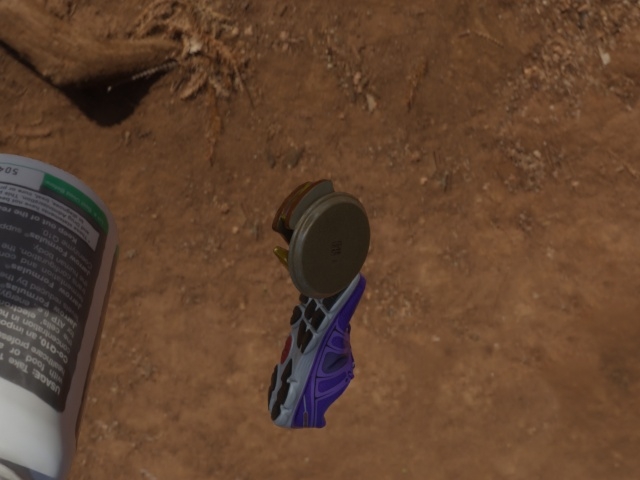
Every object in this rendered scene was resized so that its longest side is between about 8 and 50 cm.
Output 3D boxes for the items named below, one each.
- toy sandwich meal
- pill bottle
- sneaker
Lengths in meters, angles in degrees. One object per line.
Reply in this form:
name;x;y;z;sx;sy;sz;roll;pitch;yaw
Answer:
toy sandwich meal;0.000;0.000;0.620;0.029;0.085;0.085;22;141;43
pill bottle;-0.301;0.110;0.768;0.204;0.361;0.204;0;135;0
sneaker;0.006;0.099;0.825;0.071;0.068;0.169;14;110;-23
